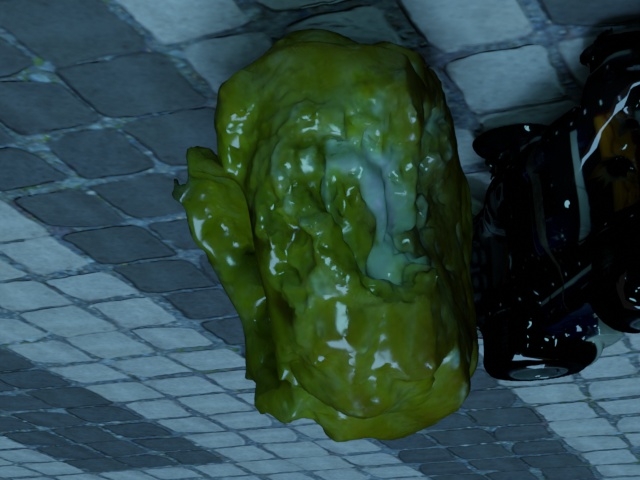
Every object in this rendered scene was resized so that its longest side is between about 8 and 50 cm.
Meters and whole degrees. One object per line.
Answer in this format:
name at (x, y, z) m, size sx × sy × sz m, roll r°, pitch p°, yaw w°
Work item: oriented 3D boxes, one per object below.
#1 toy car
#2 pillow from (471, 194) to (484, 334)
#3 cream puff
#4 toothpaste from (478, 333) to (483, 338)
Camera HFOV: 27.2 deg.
toy car at (0.187, -0.014, 0.909) m, size 0.118 × 0.193 × 0.301 m, roll 3°, pitch 160°, yaw -19°
pillow at (0.105, 0.033, 1.130) m, size 0.134 × 0.078 × 0.181 m, roll 25°, pitch 133°, yaw -31°
cream puff at (-0.001, -0.001, 0.861) m, size 0.185 × 0.281 × 0.282 m, roll -5°, pitch 156°, yaw 17°
toothpaste at (0.127, 0.064, 1.271) m, size 0.234 × 0.057 × 0.089 m, roll 11°, pitch 146°, yaw -36°
